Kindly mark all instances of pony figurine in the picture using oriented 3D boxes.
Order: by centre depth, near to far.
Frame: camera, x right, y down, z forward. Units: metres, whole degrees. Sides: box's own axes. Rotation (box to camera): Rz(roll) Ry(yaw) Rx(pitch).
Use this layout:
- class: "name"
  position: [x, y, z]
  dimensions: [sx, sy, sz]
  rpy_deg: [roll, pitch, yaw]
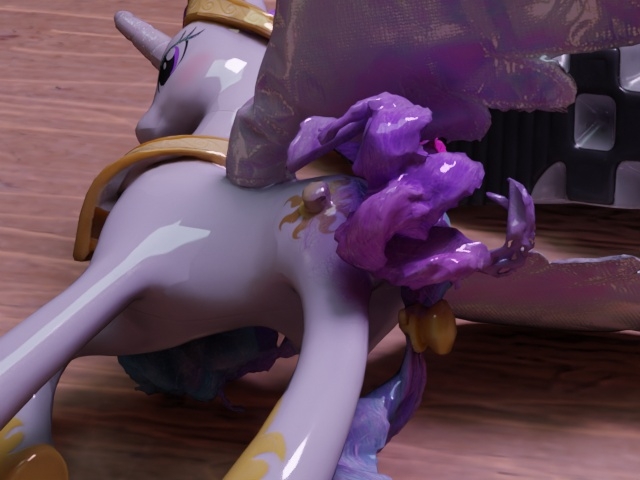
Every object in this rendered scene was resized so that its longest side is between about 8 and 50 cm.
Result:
- class: "pony figurine"
  position: [0.000, 0.000, 0.871]
  dimensions: [0.351, 0.303, 0.363]
  rpy_deg: [3, 48, 27]

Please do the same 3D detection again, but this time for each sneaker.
- class: "sneaker"
  position: [0.139, -0.080, 1.098]
  dimensions: [0.330, 0.122, 0.146]
  rpy_deg: [15, 20, 29]
